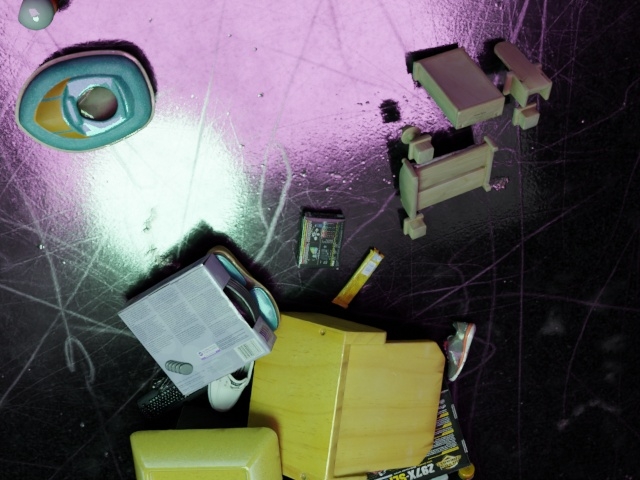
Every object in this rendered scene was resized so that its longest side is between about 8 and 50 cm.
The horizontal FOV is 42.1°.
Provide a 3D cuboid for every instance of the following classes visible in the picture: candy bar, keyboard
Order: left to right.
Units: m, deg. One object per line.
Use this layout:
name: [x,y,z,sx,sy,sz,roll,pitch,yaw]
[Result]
keyboard: [-0.339,0.349,1.917,0.192,0.038,0.100,-33,113,6]
candy bar: [0.086,0.086,1.874,0.040,0.018,0.161,29,106,-22]

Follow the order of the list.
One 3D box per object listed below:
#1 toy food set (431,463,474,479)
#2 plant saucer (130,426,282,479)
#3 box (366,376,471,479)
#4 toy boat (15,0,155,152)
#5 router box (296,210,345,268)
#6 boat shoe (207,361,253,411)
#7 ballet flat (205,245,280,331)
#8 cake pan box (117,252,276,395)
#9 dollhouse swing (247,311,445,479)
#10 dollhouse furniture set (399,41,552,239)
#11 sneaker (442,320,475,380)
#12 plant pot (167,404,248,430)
toy food set: [0.290,0.649,2.103,0.232,0.111,0.104,-21,146,-10]
plant saucer: [-0.247,0.578,1.804,0.333,0.081,0.332,-4,104,9]
box: [0.182,0.486,2.020,0.322,0.079,0.257,-20,120,1]
toy boat: [-0.472,-0.313,1.554,0.268,0.148,0.318,-20,115,1]
router box: [0.000,0.000,1.813,0.092,0.038,0.122,4,112,-10]
boat shoe: [-0.201,0.305,1.888,0.083,0.076,0.226,5,112,-24]
ballet flat: [-0.163,0.100,1.812,0.080,0.073,0.232,-33,108,8]
cake pan box: [-0.261,0.182,1.785,0.267,0.070,0.245,-30,108,24]
dollhouse swing: [0.061,0.348,1.893,0.305,0.315,0.346,0,98,-50]
dollhouse furniture set: [0.292,-0.215,1.764,0.303,0.173,0.355,-20,144,-13]
sneaker: [0.319,0.257,1.969,0.065,0.061,0.158,19,111,13]
plant pot: [-0.285,0.493,1.915,0.167,0.188,0.187,30,106,-9]
